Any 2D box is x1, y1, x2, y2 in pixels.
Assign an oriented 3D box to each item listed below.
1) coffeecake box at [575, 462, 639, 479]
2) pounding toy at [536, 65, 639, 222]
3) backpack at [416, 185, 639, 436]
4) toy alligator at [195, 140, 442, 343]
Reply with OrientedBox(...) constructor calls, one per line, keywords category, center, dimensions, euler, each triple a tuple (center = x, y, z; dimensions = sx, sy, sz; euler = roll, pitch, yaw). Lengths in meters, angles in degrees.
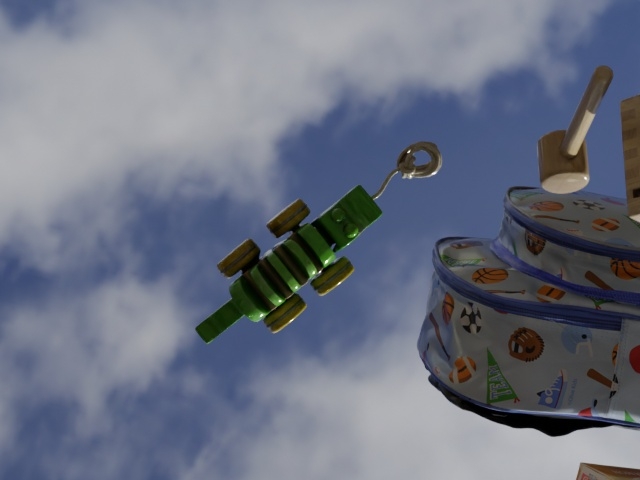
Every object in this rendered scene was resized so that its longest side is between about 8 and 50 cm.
OrientedBox(category="coffeecake box", center=(0.236, 0.263, 1.378), dimensions=(0.142, 0.068, 0.185), euler=(10, -82, -32))
OrientedBox(category="pounding toy", center=(0.231, -0.043, 1.214), dimensions=(0.181, 0.206, 0.094), euler=(22, -120, -47))
OrientedBox(category="backpack", center=(0.219, 0.067, 1.634), dimensions=(0.263, 0.276, 0.213), euler=(-1, -80, -12))
OrientedBox(category="toy alligator", center=(0.000, 0.000, 1.166), dimensions=(0.189, 0.051, 0.056), euler=(-38, -86, -2))
